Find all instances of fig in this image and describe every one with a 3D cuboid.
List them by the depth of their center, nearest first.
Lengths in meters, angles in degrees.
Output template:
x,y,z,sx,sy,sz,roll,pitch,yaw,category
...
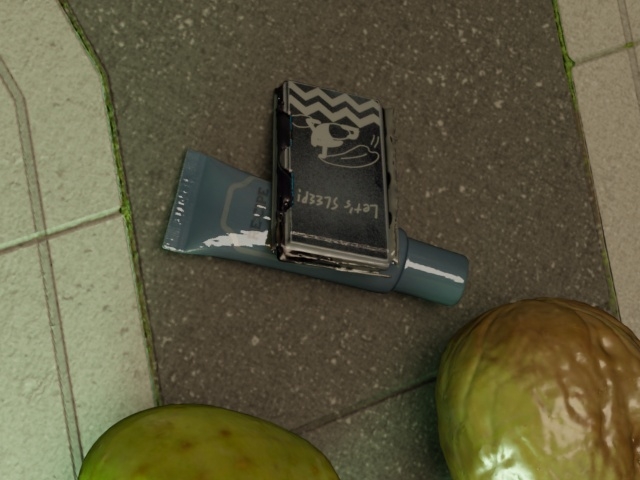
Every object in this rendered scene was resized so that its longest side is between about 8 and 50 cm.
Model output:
x,y,z,sx,sy,sz,roll,pitch,yaw,category
-0.116,0.312,1.657,0.326,0.258,0.258,0,81,-33,fig

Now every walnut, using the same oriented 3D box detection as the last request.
x,y,z,sx,sy,sz,roll,pitch,yaw,category
0.289,0.233,1.802,0.332,0.333,0.333,3,80,-20,walnut

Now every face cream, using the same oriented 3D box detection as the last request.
x,y,z,sx,sy,sz,roll,pitch,yaw,category
0.000,0.000,1.839,0.385,0.086,0.136,17,70,-12,face cream

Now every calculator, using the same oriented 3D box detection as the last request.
x,y,z,sx,sy,sz,roll,pitch,yaw,category
0.020,-0.081,1.836,0.165,0.028,0.274,10,56,-16,calculator
